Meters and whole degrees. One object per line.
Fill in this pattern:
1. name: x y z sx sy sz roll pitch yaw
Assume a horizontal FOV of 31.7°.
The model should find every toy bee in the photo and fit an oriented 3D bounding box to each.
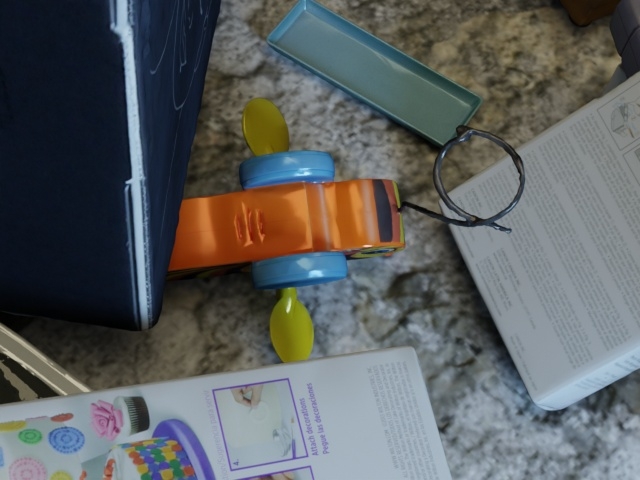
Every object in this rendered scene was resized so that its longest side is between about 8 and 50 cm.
1. toy bee: 0.000 0.000 0.856 0.298 0.162 0.195 13 88 16

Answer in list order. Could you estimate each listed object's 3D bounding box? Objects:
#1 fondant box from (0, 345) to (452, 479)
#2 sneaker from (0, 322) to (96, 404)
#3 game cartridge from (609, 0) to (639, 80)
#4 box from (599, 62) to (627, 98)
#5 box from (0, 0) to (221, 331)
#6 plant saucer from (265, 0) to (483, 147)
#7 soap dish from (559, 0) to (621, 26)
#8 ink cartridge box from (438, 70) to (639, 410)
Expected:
1. fondant box: -0.071 0.208 0.670 0.330 0.096 0.238 -5 68 -25
2. sneaker: -0.232 0.146 0.748 0.295 0.105 0.147 32 57 5
3. game cartridge: 0.432 -0.106 0.903 0.354 0.068 0.230 -5 59 -11
4. box: 0.341 -0.093 0.968 0.130 0.091 0.170 -32 70 -22
5. box: -0.201 -0.275 0.669 0.297 0.480 0.472 9 57 -1
6. plant saucer: 0.047 -0.148 0.999 0.192 0.018 0.067 31 62 10
7. soap dish: 0.306 -0.342 1.083 0.290 0.118 0.229 -24 67 -20
8. ink cartridge box: 0.224 -0.007 0.848 0.232 0.066 0.189 -32 63 19
